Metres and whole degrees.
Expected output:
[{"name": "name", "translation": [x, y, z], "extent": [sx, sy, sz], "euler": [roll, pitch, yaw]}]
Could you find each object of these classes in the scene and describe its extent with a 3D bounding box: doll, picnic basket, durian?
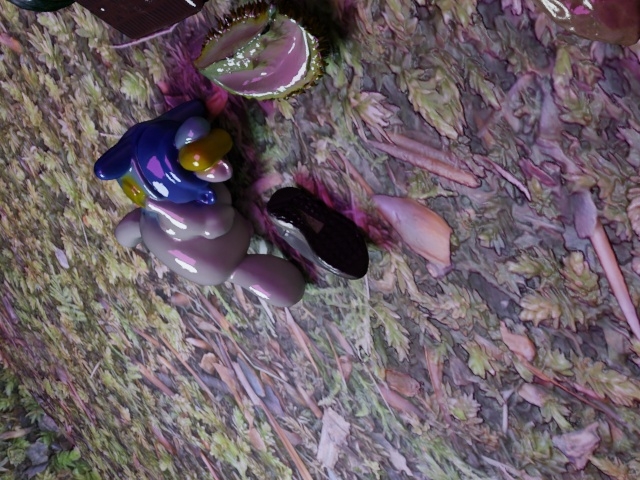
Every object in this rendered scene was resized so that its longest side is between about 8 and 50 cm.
[{"name": "doll", "translation": [-0.210, -0.075, 1.804], "extent": [0.376, 0.187, 0.365], "euler": [5, 136, 21]}, {"name": "picnic basket", "translation": [-0.202, -0.368, 1.494], "extent": [0.129, 0.222, 0.297], "euler": [44, 156, -24]}, {"name": "durian", "translation": [-0.060, -0.254, 1.483], "extent": [0.137, 0.095, 0.221], "euler": [28, 157, -25]}]

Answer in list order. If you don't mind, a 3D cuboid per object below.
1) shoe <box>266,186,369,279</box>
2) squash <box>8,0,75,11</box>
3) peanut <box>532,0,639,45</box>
[{"name": "shoe", "translation": [0.001, 0.001, 1.664], "extent": [0.194, 0.074, 0.077], "euler": [39, 157, 31]}, {"name": "squash", "translation": [-0.420, -0.444, 1.732], "extent": [0.218, 0.172, 0.218], "euler": [32, 141, 31]}, {"name": "peanut", "translation": [0.203, -0.303, 1.026], "extent": [0.298, 0.120, 0.136], "euler": [58, -173, -4]}]
